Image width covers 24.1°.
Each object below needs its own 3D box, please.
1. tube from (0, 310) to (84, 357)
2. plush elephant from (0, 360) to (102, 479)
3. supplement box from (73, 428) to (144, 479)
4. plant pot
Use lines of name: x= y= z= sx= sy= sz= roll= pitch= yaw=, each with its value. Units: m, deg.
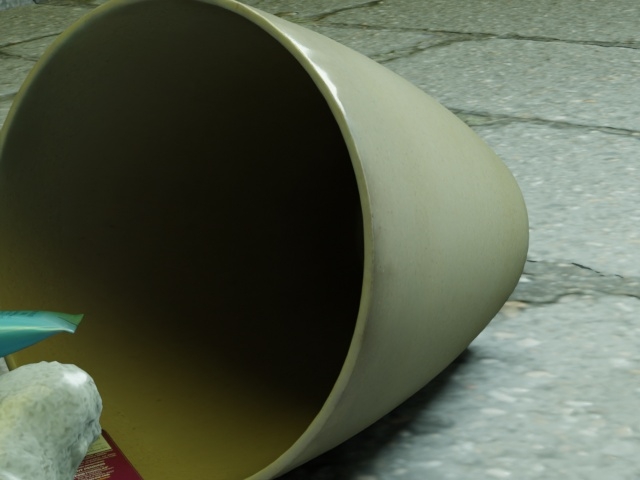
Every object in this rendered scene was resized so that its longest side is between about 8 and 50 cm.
tube: x=-0.218 y=0.056 z=0.715 sx=0.207 sy=0.052 sz=0.080 roll=-10 pitch=9 yaw=-5
plush elephant: x=-0.127 y=0.136 z=0.386 sx=0.255 sy=0.272 sz=0.330 roll=-22 pitch=51 yaw=-9
supplement box: x=-0.108 y=0.133 z=0.716 sx=0.043 sy=0.055 sz=0.083 roll=-13 pitch=18 yaw=-21
plant pot: x=0.000 y=0.000 z=0.850 sx=0.256 sy=0.256 sz=0.274 roll=7 pitch=6 yaw=36
